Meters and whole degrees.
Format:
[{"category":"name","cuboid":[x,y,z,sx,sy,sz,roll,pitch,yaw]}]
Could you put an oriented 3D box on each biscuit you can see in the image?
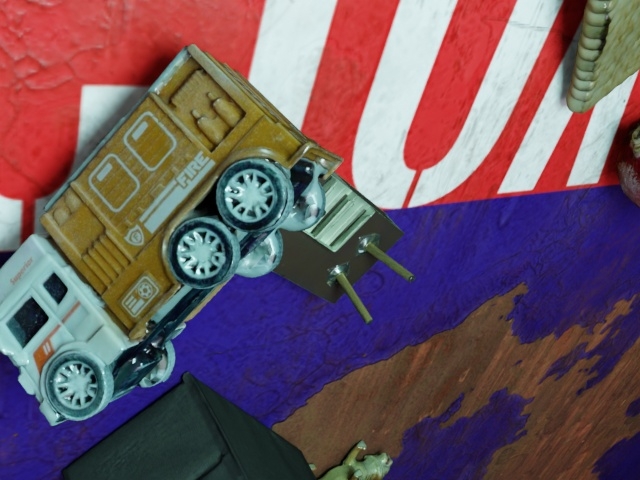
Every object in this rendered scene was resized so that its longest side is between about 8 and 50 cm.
[{"category":"biscuit","cuboid":[0.350,-0.278,0.742,0.217,0.044,0.325,-40,156,-4]}]

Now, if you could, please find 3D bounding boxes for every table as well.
[{"category":"table","cuboid":[0.000,0.000,0.740,0.121,0.111,0.240,-47,141,9]}]

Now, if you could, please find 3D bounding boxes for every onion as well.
[{"category":"onion","cuboid":[0.474,-0.112,0.974,0.194,0.159,0.159,22,114,-33]}]

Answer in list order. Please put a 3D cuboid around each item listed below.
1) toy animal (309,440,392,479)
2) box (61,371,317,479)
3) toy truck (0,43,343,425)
[{"category":"toy animal","cuboid":[0.023,0.405,1.198,0.241,0.057,0.099,-19,138,-23]},{"category":"box","cuboid":[-0.116,0.370,0.905,0.204,0.251,0.345,-37,140,-1]},{"category":"toy truck","cuboid":[-0.138,-0.003,0.589,0.305,0.162,0.136,-46,172,10]}]
